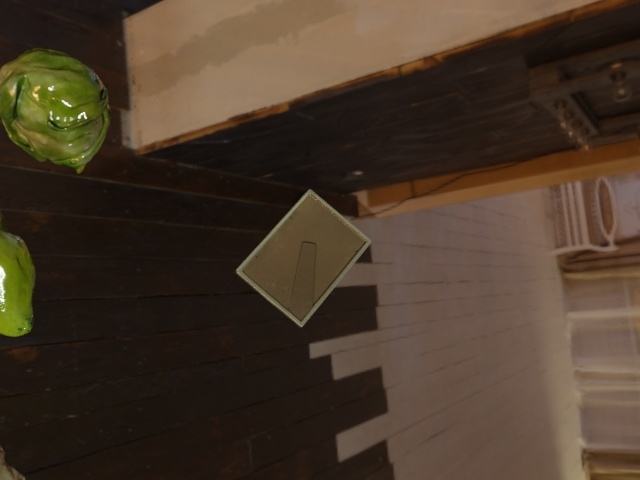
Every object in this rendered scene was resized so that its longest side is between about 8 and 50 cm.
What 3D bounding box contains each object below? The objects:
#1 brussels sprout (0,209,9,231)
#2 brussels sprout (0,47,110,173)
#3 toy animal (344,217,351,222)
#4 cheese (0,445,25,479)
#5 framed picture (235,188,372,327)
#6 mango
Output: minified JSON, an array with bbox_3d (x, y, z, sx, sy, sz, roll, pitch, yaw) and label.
[{"bbox_3d":[-0.830,-0.020,1.342,0.247,0.328,0.328,-46,121,-53],"label":"brussels sprout"},{"bbox_3d":[-0.607,-0.302,1.406,0.227,0.294,0.259,-49,156,-30],"label":"brussels sprout"},{"bbox_3d":[0.000,0.000,1.215,0.218,0.103,0.101,-66,169,-81],"label":"toy animal"},{"bbox_3d":[-0.789,0.581,1.334,0.326,0.318,0.115,52,6,-14],"label":"cheese"},{"bbox_3d":[-0.027,0.028,1.074,0.150,0.015,0.203,39,72,2],"label":"framed picture"},{"bbox_3d":[-0.459,0.061,0.893,0.091,0.074,0.165,-17,94,-22],"label":"mango"}]
